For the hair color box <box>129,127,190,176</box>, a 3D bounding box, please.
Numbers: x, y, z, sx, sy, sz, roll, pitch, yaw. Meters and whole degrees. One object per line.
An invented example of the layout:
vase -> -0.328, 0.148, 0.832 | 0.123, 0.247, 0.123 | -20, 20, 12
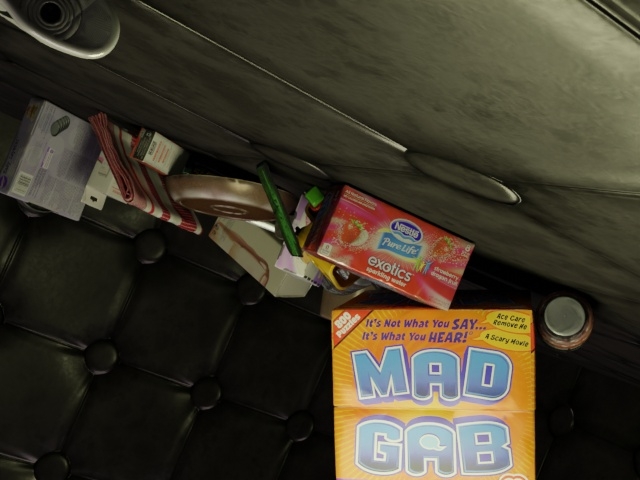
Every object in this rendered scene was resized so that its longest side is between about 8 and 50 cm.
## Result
hair color box -> -0.348, -0.187, 1.925 | 0.043, 0.072, 0.141 | 21, 175, 27

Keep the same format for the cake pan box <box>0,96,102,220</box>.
cake pan box -> -0.679, -0.199, 2.258 | 0.070, 0.267, 0.245 | 17, 176, 35

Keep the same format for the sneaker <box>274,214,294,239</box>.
sneaker -> -0.002, -0.027, 2.199 | 0.118, 0.083, 0.222 | 4, -175, -41

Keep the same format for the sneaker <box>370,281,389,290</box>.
sneaker -> 0.166, 0.059, 1.896 | 0.340, 0.125, 0.139 | 25, 173, -40

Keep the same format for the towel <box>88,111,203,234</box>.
towel -> -0.388, -0.146, 2.021 | 0.237, 0.037, 0.329 | 63, -168, 20

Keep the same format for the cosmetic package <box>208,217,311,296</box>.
cosmetic package -> -0.151, 0.022, 2.460 | 0.296, 0.129, 0.153 | 40, -162, 31

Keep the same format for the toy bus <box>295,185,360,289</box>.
toy bus -> 0.005, 0.004, 1.698 | 0.191, 0.104, 0.202 | 50, 173, -5

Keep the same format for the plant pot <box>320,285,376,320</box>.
plant pot -> 0.107, 0.126, 2.386 | 0.263, 0.229, 0.263 | 24, 175, 2

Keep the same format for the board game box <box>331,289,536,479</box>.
board game box -> 0.234, 0.289, 1.716 | 0.356, 0.356, 0.356 | -1, -178, 13

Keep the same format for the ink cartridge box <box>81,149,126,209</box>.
ink cartridge box -> -0.510, -0.166, 2.202 | 0.067, 0.198, 0.115 | 22, 176, 17

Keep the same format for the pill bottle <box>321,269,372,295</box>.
pill bottle -> 0.083, 0.056, 2.138 | 0.130, 0.130, 0.245 | 24, 164, -11

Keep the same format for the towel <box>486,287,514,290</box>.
towel -> 0.330, 0.137, 2.064 | 0.209, 0.034, 0.285 | -5, 176, 1

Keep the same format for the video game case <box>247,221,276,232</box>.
video game case -> -0.102, -0.044, 2.391 | 0.212, 0.023, 0.193 | 21, -169, -9

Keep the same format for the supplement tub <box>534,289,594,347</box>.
supplement tub -> 0.447, 0.148, 1.616 | 0.106, 0.106, 0.198 | 22, 175, 17

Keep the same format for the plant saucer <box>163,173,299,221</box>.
plant saucer -> -0.204, -0.089, 2.000 | 0.310, 0.050, 0.310 | 8, 173, 1

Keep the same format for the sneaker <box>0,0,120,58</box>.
sneaker -> -0.286, -0.245, 0.829 | 0.217, 0.079, 0.121 | 33, 177, -15

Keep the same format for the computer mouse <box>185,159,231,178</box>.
computer mouse -> -0.266, -0.160, 2.134 | 0.242, 0.041, 0.071 | 31, 164, -16

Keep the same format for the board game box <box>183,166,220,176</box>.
board game box -> -0.225, -0.131, 2.279 | 0.259, 0.030, 0.136 | 25, 179, -30

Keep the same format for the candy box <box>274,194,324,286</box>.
candy box -> -0.020, 0.004, 1.910 | 0.070, 0.165, 0.196 | 20, 175, 13

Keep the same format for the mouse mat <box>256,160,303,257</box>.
mouse mat -> -0.078, -0.057, 1.657 | 0.152, 0.007, 0.190 | 179, 68, -79

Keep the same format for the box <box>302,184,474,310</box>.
box -> 0.114, 0.012, 1.516 | 0.256, 0.128, 0.122 | 24, 176, -13
